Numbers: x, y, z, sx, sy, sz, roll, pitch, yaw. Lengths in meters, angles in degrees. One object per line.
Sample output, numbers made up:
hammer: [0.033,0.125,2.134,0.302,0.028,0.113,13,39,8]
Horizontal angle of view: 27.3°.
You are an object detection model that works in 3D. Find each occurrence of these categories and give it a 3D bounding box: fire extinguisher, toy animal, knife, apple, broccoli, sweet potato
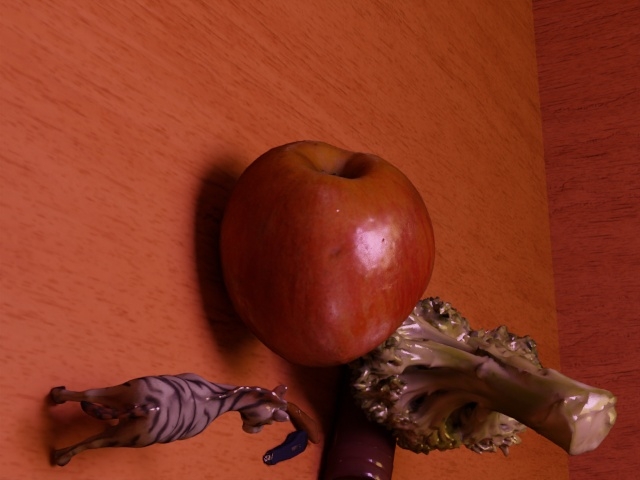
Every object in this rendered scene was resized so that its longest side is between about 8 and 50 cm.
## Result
fire extinguisher: [0.076,0.252,2.070,0.138,0.102,0.344,106,-3,-49]
toy animal: [-0.172,0.183,1.417,0.255,0.170,0.090,-3,79,-49]
knife: [-0.048,0.292,1.851,0.121,0.018,0.031,-12,101,-66]
apple: [0.000,0.000,1.732,0.301,0.301,0.301,-8,90,-67]
broccoli: [0.253,0.212,1.899,0.353,0.397,0.275,-26,117,-62]
sweet potato: [-0.028,0.258,1.902,0.115,0.026,0.026,54,36,-41]
